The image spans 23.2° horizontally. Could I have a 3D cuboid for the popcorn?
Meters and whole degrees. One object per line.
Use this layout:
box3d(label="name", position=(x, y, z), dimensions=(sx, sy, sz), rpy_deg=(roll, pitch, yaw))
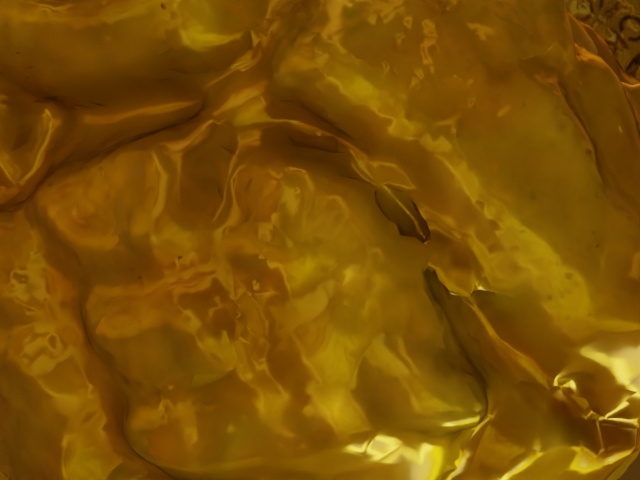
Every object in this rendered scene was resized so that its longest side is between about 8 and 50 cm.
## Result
box3d(label="popcorn", position=(-0.006, -0.005, 0.444), dimensions=(0.249, 0.249, 0.225), rpy_deg=(69, -175, -68))

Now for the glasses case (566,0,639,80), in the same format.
box3d(label="glasses case", position=(0.202, -0.072, 0.767), dimensions=(0.355, 0.137, 0.085), rpy_deg=(50, 164, 2))
